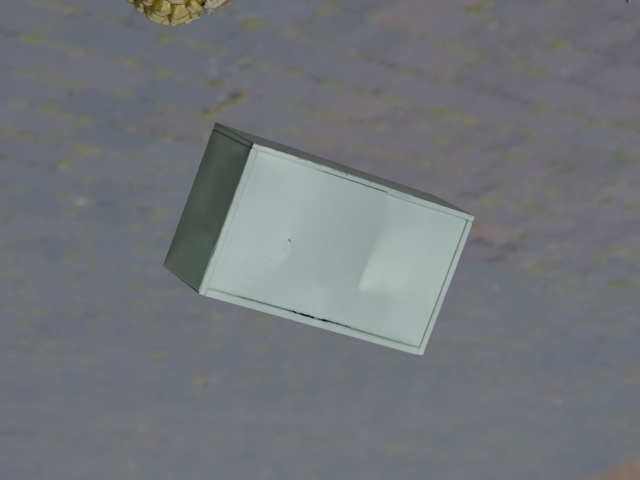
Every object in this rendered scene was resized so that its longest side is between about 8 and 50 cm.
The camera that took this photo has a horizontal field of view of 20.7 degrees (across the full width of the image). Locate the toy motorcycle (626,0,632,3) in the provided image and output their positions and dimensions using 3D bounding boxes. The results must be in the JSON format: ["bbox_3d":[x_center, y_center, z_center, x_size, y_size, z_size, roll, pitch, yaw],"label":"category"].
[{"bbox_3d":[0.307,-0.198,1.397,0.084,0.212,0.118,-20,166,-32],"label":"toy motorcycle"}]

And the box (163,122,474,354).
[{"bbox_3d":[0.000,0.000,1.465,0.225,0.129,0.086,17,-173,-30],"label":"box"}]

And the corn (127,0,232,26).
[{"bbox_3d":[-0.167,-0.278,1.233,0.102,0.313,0.102,-40,175,-4],"label":"corn"}]
